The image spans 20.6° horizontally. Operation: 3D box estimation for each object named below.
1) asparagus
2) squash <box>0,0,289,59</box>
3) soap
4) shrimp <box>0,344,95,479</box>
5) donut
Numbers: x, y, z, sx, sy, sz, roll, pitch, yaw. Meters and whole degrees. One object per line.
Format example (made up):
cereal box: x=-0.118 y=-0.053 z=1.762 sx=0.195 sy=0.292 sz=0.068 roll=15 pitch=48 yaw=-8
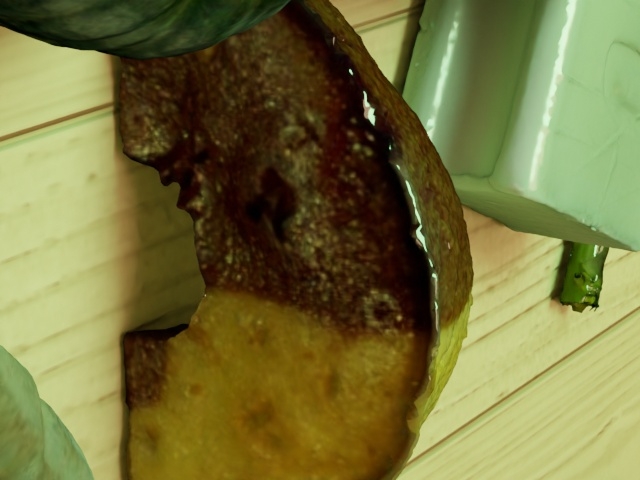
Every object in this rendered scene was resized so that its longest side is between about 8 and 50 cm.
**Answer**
asparagus: x=0.181 y=-0.035 z=1.090 sx=0.036 sy=0.030 sz=0.165 roll=31 pitch=73 yaw=-43
squash: x=-0.065 y=-0.163 z=0.586 sx=0.218 sy=0.172 sz=0.218 roll=-36 pitch=154 yaw=-21
soap: x=0.143 y=-0.149 z=0.950 sx=0.173 sy=0.095 sz=0.289 roll=22 pitch=80 yaw=-55
shrimp: x=-0.149 y=0.200 z=0.653 sx=0.247 sy=0.085 sz=0.360 roll=-18 pitch=109 yaw=-59
donut: x=0.000 y=0.000 z=0.749 sx=0.112 sy=0.151 sz=0.295 roll=-31 pitch=123 yaw=-59
